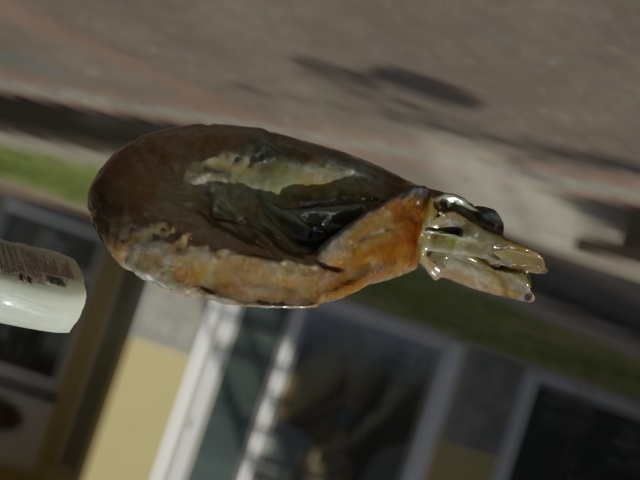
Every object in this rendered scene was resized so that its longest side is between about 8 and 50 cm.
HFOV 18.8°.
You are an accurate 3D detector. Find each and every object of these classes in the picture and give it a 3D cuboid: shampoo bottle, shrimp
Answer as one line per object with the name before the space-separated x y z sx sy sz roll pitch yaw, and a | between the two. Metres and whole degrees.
shampoo bottle | -0.250 0.026 1.420 0.152 0.045 0.077 15 -150 -32
shrimp | 0.000 0.000 1.298 0.317 0.168 0.077 12 133 -2
